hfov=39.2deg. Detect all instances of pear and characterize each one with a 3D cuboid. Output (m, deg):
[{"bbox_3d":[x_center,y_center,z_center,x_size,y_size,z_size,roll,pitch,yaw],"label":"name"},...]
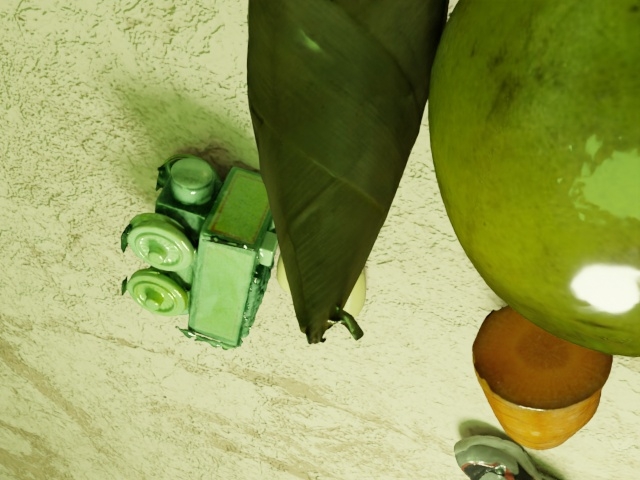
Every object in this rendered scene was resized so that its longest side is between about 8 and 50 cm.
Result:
[{"bbox_3d":[0.254,-0.076,0.709,0.351,0.352,0.413,8,144,26],"label":"pear"}]

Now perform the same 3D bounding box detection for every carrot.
[{"bbox_3d":[0.264,0.189,1.108,0.159,0.159,0.225,15,146,19],"label":"carrot"}]

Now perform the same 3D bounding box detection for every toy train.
[{"bbox_3d":[-0.151,0.012,1.189,0.188,0.159,0.272,18,139,2],"label":"toy train"}]

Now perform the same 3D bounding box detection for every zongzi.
[{"bbox_3d":[0.016,-0.205,0.687,0.181,0.418,0.447,2,138,3],"label":"zongzi"}]

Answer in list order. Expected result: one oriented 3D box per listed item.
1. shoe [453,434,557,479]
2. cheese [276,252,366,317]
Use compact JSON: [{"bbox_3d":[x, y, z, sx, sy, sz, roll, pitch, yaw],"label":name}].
[{"bbox_3d":[0.278,0.384,1.308,0.227,0.125,0.099,34,143,-5],"label":"shoe"},{"bbox_3d":[0.000,0.000,1.155,0.127,0.050,0.255,18,137,18],"label":"cheese"}]
